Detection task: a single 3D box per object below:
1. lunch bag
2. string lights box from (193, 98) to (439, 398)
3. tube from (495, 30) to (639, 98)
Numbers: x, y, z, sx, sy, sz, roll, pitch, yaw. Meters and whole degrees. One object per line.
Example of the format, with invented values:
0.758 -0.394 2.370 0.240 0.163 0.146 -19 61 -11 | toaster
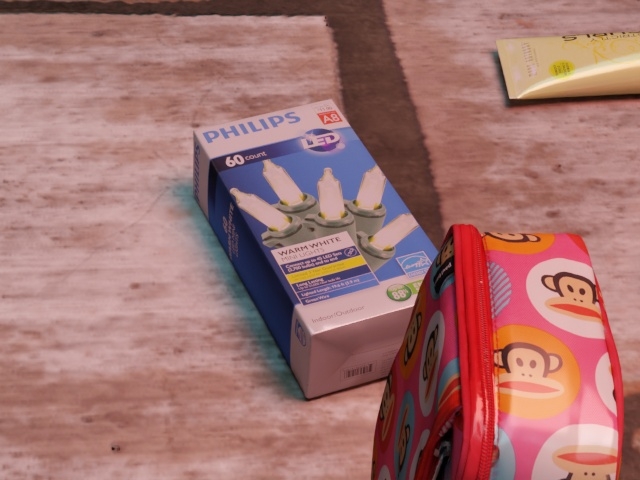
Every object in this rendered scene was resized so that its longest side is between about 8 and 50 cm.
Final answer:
0.104 0.164 1.012 0.120 0.293 0.258 6 41 -6 | lunch bag
0.000 0.000 1.338 0.133 0.077 0.260 -15 46 -19 | string lights box
0.293 -0.170 1.572 0.240 0.062 0.070 -3 2 -2 | tube
